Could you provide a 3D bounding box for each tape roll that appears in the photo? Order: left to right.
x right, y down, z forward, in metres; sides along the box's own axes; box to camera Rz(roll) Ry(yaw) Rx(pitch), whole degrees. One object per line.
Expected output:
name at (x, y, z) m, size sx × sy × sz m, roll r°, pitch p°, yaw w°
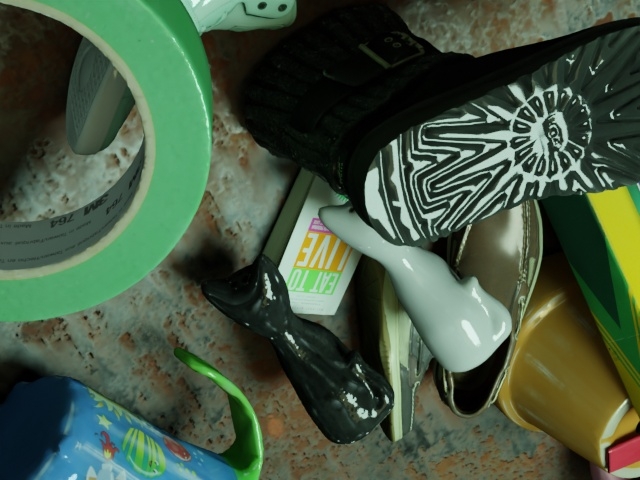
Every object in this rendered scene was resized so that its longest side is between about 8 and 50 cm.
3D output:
tape roll at (-0.241, -0.090, 1.155) m, size 0.321 × 0.077 × 0.321 m, roll -1°, pitch 123°, yaw -2°

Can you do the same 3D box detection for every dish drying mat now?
dish drying mat at (0.322, 0.205, 1.540) m, size 0.083 × 0.008 × 0.032 m, roll -20°, pitch 127°, yaw -17°

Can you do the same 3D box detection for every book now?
book at (0.000, 0.000, 1.461) m, size 0.096 × 0.035 × 0.144 m, roll 8°, pitch 114°, yaw -38°

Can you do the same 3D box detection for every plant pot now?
plant pot at (0.292, 0.141, 1.613) m, size 0.205 × 0.188 × 0.205 m, roll -14°, pitch 125°, yaw -21°

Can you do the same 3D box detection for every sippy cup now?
sippy cup at (-0.207, 0.244, 1.386) m, size 0.240 × 0.306 × 0.224 m, roll -17°, pitch 130°, yaw 38°

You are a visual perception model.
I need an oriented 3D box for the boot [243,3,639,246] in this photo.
boot at (0.128, -0.127, 1.299) m, size 0.347 × 0.260 × 0.131 m, roll -16°, pitch 115°, yaw -17°

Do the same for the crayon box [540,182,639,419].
crayon box at (0.421, -0.024, 1.514) m, size 0.362 × 0.106 × 0.313 m, roll -22°, pitch 87°, yaw -18°

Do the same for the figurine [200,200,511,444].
figurine at (0.032, 0.057, 1.400) m, size 0.215 × 0.092 × 0.209 m, roll -34°, pitch 119°, yaw 16°

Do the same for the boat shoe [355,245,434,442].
boat shoe at (0.083, 0.103, 1.540) m, size 0.073 × 0.080 × 0.224 m, roll -16°, pitch 122°, yaw -14°

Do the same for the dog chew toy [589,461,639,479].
dog chew toy at (0.463, 0.256, 1.788) m, size 0.331 × 0.206 × 0.207 m, roll 11°, pitch 114°, yaw -43°

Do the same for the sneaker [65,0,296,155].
sneaker at (-0.100, -0.165, 1.247) m, size 0.151 × 0.094 × 0.256 m, roll 20°, pitch 106°, yaw -31°

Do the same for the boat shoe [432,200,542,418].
boat shoe at (0.168, 0.058, 1.522) m, size 0.095 × 0.095 × 0.258 m, roll 6°, pitch 112°, yaw 1°
